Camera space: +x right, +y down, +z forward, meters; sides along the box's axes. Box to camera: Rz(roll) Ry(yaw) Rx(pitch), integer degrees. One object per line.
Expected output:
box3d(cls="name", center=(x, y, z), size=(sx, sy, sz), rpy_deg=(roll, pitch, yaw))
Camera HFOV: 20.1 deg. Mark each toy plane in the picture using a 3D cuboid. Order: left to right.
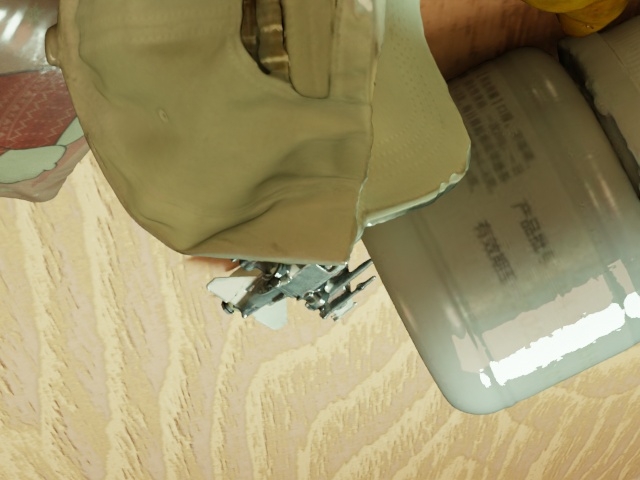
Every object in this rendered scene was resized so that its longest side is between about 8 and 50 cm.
box3d(cls="toy plane", center=(-0.004, 0.015, 1.610), size=(0.234, 0.082, 0.160), rpy_deg=(-30, 130, 35))

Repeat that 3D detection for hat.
box3d(cls="hat", center=(-0.019, -0.131, 1.059), size=(0.168, 0.258, 0.301), rpy_deg=(4, -170, 27))

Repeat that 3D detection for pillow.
box3d(cls="pillow", center=(-0.201, -0.102, 1.105), size=(0.223, 0.084, 0.236), rpy_deg=(7, 149, -38))

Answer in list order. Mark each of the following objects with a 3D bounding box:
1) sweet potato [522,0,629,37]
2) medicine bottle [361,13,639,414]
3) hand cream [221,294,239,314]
box3d(cls="sweet potato", center=(0.148, -0.195, 1.101), size=(0.112, 0.112, 0.359), rpy_deg=(-22, 157, 19))
box3d(cls="medicine bottle", center=(0.189, -0.032, 1.372), size=(0.306, 0.245, 0.245), rpy_deg=(-26, 160, 4))
box3d(cls="hand cream", center=(-0.055, 0.041, 1.728), size=(0.102, 0.022, 0.035), rpy_deg=(-33, 150, 30))
